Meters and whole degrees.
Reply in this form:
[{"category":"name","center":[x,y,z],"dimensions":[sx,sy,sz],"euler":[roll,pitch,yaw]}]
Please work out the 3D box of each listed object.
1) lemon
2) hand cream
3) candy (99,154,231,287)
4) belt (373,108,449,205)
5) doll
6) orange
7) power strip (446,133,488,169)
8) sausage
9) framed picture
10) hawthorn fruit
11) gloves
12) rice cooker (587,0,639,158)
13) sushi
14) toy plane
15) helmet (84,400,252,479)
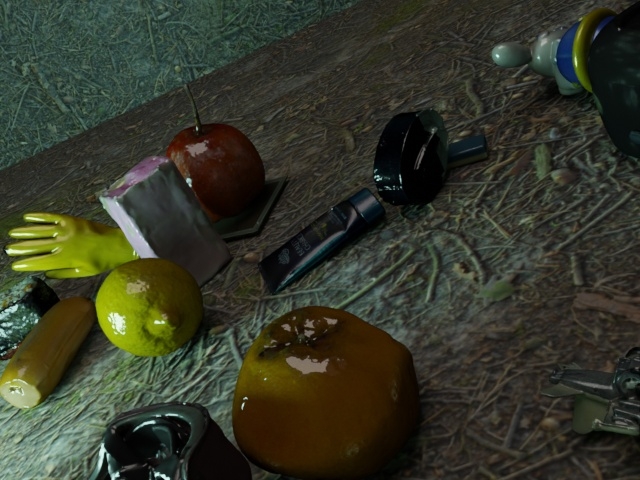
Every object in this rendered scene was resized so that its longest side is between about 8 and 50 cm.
[{"category":"lemon","center":[-0.312,0.121,1.200],"dimensions":[0.187,0.187,0.244],"euler":[-41,32,-22]},{"category":"hand cream","center":[0.000,0.000,1.273],"dimensions":[0.270,0.061,0.120],"euler":[-36,34,0]},{"category":"candy","center":[-0.318,-0.029,1.361],"dimensions":[0.155,0.265,0.115],"euler":[-41,29,-24]},{"category":"belt","center":[0.181,-0.160,1.257],"dimensions":[0.078,0.151,0.199],"euler":[2,68,44]},{"category":"doll","center":[0.543,-0.369,1.333],"dimensions":[0.310,0.160,0.242],"euler":[-20,6,-39]},{"category":"orange","center":[0.000,0.192,0.826],"dimensions":[0.248,0.183,0.249],"euler":[-21,28,12]},{"category":"power strip","center":[0.277,-0.175,1.329],"dimensions":[0.123,0.032,0.056],"euler":[-14,31,23]},{"category":"sausage","center":[-0.541,0.201,1.349],"dimensions":[0.112,0.112,0.328],"euler":[-17,29,18]},{"category":"framed picture","center":[-0.234,-0.060,1.588],"dimensions":[0.293,0.018,0.231],"euler":[-11,33,27]},{"category":"hawthorn fruit","center":[-0.259,-0.159,1.527],"dimensions":[0.231,0.263,0.235],"euler":[-42,53,18]},{"category":"gloves","center":[-0.563,0.009,1.498],"dimensions":[0.294,0.116,0.133],"euler":[1,64,-22]},{"category":"rice cooker","center":[0.570,-0.266,1.034],"dimensions":[0.267,0.225,0.267],"euler":[-19,31,12]},{"category":"sushi","center":[-0.690,0.177,1.485],"dimensions":[0.225,0.126,0.136],"euler":[-21,30,15]},{"category":"toy plane","center":[0.369,0.160,0.670],"dimensions":[0.261,0.088,0.192],"euler":[-3,10,31]},{"category":"helmet","center":[-0.201,0.355,0.722],"dimensions":[0.270,0.197,0.338],"euler":[-4,42,50]}]
